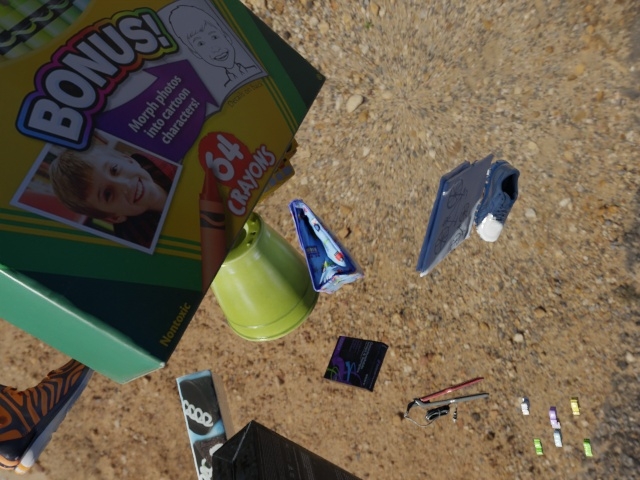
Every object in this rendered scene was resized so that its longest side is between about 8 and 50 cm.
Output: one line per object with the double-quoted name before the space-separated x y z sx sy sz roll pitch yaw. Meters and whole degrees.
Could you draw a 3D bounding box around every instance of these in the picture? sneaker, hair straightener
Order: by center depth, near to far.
"sneaker" 0.402 -0.082 1.168 0.072 0.083 0.190 0 109 -13
"sneaker" -0.652 0.342 1.183 0.180 0.321 0.125 36 129 -15
"hair straightener" 0.326 0.425 1.334 0.231 0.047 0.088 -16 76 -7

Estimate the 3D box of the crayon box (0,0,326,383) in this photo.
"crayon box" -0.193 -0.120 0.443 0.313 0.362 0.106 38 141 -19

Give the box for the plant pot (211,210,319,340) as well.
"plant pot" -0.230 0.091 1.755 0.367 0.366 0.353 -14 136 13

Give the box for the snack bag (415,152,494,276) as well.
"snack bag" 0.406 -0.091 1.552 0.037 0.343 0.322 27 128 29

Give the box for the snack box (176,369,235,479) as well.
"snack box" -0.160 0.381 0.851 0.060 0.187 0.321 -15 74 -10

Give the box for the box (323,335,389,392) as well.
"box" 0.083 0.292 1.245 0.029 0.162 0.116 35 67 -31

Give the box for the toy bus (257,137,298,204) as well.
"toy bus" -0.196 -0.211 1.675 0.108 0.333 0.130 -6 121 50

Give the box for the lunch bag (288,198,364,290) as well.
"lunch bag" 0.000 0.000 1.566 0.138 0.221 0.293 -28 78 6

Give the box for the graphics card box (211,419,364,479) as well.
"graphics card box" 0.022 0.423 0.699 0.094 0.232 0.371 -42 121 12

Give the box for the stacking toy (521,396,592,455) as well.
"stacking toy" 0.750 0.595 1.650 0.167 0.052 0.221 -12 104 32
